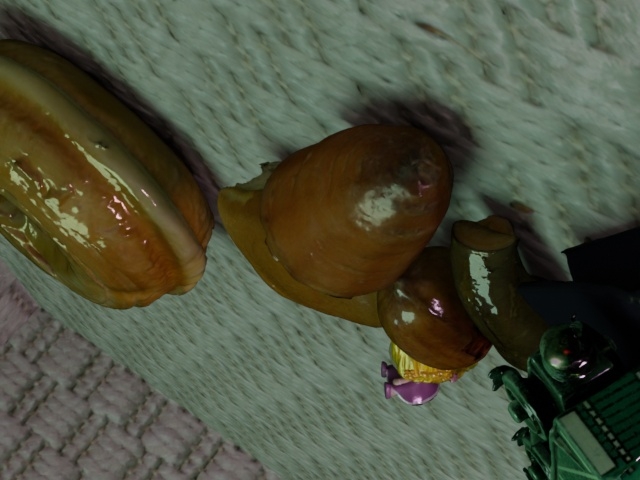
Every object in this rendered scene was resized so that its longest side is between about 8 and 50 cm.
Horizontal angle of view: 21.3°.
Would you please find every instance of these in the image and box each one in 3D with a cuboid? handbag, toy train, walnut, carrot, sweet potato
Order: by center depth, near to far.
[{"bbox_3d":[0.218,0.161,1.319,0.154,0.115,0.269,46,162,31],"label":"toy train"},{"bbox_3d":[0.317,0.127,1.380,0.303,0.122,0.329,54,169,-4],"label":"handbag"},{"bbox_3d":[0.046,-0.039,1.548,0.159,0.159,0.225,42,162,-5],"label":"carrot"},{"bbox_3d":[0.195,0.064,1.647,0.286,0.085,0.112,45,-158,-59],"label":"sweet potato"},{"bbox_3d":[0.125,0.072,1.727,0.115,0.116,0.207,29,172,35],"label":"walnut"}]

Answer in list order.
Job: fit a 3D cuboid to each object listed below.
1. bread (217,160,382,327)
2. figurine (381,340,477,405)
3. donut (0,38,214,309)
[{"bbox_3d":[0.000,0.000,1.827,0.174,0.121,0.245,49,165,-32],"label":"bread"},{"bbox_3d":[0.130,0.118,1.949,0.156,0.115,0.095,91,165,-46],"label":"figurine"},{"bbox_3d":[-0.329,-0.083,2.229,0.449,0.198,0.449,36,161,14],"label":"donut"}]
